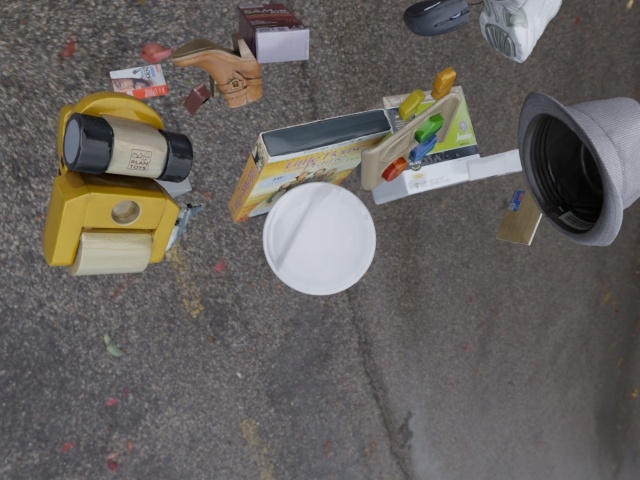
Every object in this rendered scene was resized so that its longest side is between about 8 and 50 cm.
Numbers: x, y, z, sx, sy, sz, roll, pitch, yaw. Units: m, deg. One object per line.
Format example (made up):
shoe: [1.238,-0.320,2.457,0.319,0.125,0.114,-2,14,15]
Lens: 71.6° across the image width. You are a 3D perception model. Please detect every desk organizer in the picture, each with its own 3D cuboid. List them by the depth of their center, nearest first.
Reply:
desk organizer: [-0.417,-0.475,1.498,0.050,0.130,0.047,48,60,-15]

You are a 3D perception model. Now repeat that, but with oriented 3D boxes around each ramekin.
ramekin: [0.000,0.000,1.100,0.273,0.272,0.127,-57,172,-3]

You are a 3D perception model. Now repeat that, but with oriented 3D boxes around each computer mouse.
computer mouse: [0.329,-0.622,1.169,0.184,0.261,0.060,48,54,-53]

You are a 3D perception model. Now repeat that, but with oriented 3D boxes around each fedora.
fedora: [0.416,-0.124,0.679,0.124,0.244,0.276,-25,139,5]

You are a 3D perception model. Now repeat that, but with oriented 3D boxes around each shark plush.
shark plush: [-0.335,-0.043,1.050,0.161,0.073,0.067,-77,159,-59]

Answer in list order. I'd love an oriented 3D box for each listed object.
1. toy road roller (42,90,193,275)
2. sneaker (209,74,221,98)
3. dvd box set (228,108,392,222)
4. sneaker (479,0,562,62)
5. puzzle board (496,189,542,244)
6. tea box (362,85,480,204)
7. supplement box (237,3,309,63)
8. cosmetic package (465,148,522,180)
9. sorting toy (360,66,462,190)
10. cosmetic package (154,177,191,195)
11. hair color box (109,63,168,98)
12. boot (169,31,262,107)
toy road roller: [-0.406,-0.118,0.851,0.202,0.240,0.330,1,122,-46]
sneaker: [-0.357,-0.609,1.606,0.086,0.064,0.193,-5,84,-28]
dvd box set: [-0.048,-0.171,1.104,0.307,0.420,0.062,-19,82,-25]
sneaker: [0.237,-0.314,0.507,0.115,0.090,0.232,-49,158,10]
puzzle board: [0.467,-0.055,1.024,0.011,0.096,0.128,24,89,-25]
tea box: [0.335,-0.325,1.531,0.328,0.220,0.324,-15,92,-23]
supplement box: [-0.123,-0.526,1.116,0.130,0.240,0.073,-11,133,-16]
cosmetic package: [0.535,-0.218,1.227,0.098,0.238,0.061,-20,98,-62]
sorting toy: [0.187,-0.210,0.910,0.228,0.041,0.307,-33,166,-3]
cosmetic package: [-0.457,-0.160,1.103,0.237,0.107,0.127,-16,91,-52]
hair color box: [-0.616,-0.536,1.509,0.167,0.093,0.053,-17,163,-14]
boot: [-0.325,-0.539,1.443,0.283,0.109,0.220,-23,139,-18]
